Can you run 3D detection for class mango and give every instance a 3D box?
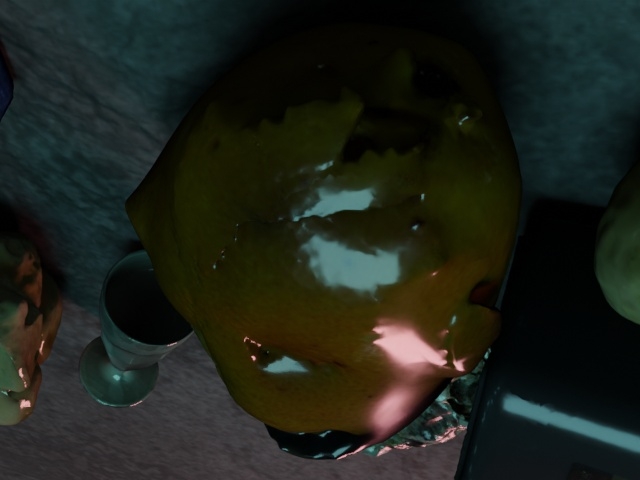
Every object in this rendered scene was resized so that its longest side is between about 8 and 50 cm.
[{"bbox_3d":[0.000,0.000,0.593,0.201,0.152,0.287,18,149,-11],"label":"mango"}]

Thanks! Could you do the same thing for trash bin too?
[{"bbox_3d":[0.235,0.109,0.647,0.290,0.182,0.209,16,147,10],"label":"trash bin"}]

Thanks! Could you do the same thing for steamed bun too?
[{"bbox_3d":[-0.271,0.050,0.834,0.178,0.106,0.192,11,139,14],"label":"steamed bun"}]

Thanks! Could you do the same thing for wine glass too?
[{"bbox_3d":[-0.138,0.071,0.836,0.073,0.073,0.155,22,147,-11],"label":"wine glass"}]

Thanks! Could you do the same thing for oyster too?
[{"bbox_3d":[0.069,0.105,0.816,0.125,0.064,0.177,10,146,15],"label":"oyster"}]

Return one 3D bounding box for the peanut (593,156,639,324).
[{"bbox_3d":[0.223,-0.019,0.501,0.236,0.120,0.110,-26,169,39],"label":"peanut"}]

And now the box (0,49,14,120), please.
[{"bbox_3d":[-0.333,-0.138,0.561,0.279,0.116,0.261,9,148,13],"label":"box"}]
